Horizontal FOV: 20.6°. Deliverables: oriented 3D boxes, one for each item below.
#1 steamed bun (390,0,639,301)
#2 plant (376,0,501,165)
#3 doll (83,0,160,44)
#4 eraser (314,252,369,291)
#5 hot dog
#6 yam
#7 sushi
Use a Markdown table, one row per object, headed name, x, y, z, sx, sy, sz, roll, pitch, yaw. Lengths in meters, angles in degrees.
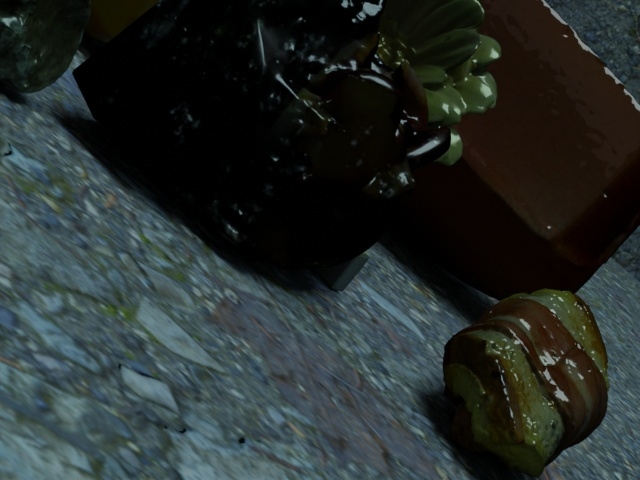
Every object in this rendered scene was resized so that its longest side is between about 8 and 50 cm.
| name | x | y | z | sx | sy | sz | roll | pitch | yaw |
| --- | --- | --- | --- | --- | --- | --- | --- | --- | --- |
| steamed bun | 0.154 | -0.113 | 1.802 | 0.379 | 0.235 | 0.248 | 47 | -21 | 1 |
| plant | 0.035 | -0.160 | 1.587 | 0.297 | 0.261 | 0.306 | 30 | 26 | -47 |
| doll | -0.200 | -0.264 | 1.442 | 0.269 | 0.162 | 0.166 | 28 | 5 | -42 |
| eraser | 0.000 | 0.000 | 1.392 | 0.083 | 0.038 | 0.019 | 46 | 16 | 31 |
| hot dog | 0.146 | 0.110 | 1.314 | 0.123 | 0.093 | 0.261 | 51 | 27 | 10 |
| yam | -0.252 | -0.208 | 1.198 | 0.259 | 0.093 | 0.093 | 46 | 11 | 28 |
| sushi | -0.024 | -0.084 | 1.287 | 0.212 | 0.215 | 0.227 | 48 | -9 | 16 |
